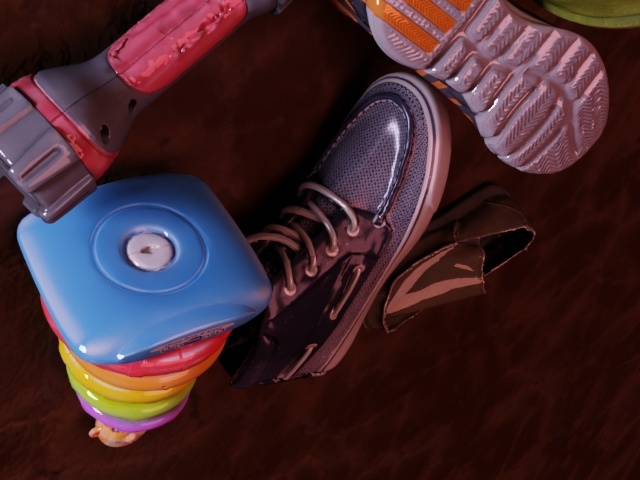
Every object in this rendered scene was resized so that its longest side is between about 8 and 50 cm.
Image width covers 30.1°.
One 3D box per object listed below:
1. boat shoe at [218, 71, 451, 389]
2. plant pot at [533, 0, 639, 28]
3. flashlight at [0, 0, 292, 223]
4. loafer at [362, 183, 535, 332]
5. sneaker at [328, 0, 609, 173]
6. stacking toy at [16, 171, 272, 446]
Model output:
[{"bbox_3d":[0.000,0.000,1.126,0.158,0.127,0.340,-11,128,-54],"label":"boat shoe"},{"bbox_3d":[0.127,-0.364,0.814,0.353,0.366,0.366,8,114,-38],"label":"plant pot"},{"bbox_3d":[-0.122,-0.146,0.889,0.304,0.103,0.103,-43,141,-12],"label":"flashlight"},{"bbox_3d":[0.148,0.025,1.356,0.251,0.087,0.094,-37,142,-22],"label":"loafer"},{"bbox_3d":[0.123,-0.186,1.038,0.124,0.180,0.321,-47,132,9],"label":"sneaker"},{"bbox_3d":[-0.165,0.101,1.039,0.175,0.166,0.302,-17,147,-28],"label":"stacking toy"}]
